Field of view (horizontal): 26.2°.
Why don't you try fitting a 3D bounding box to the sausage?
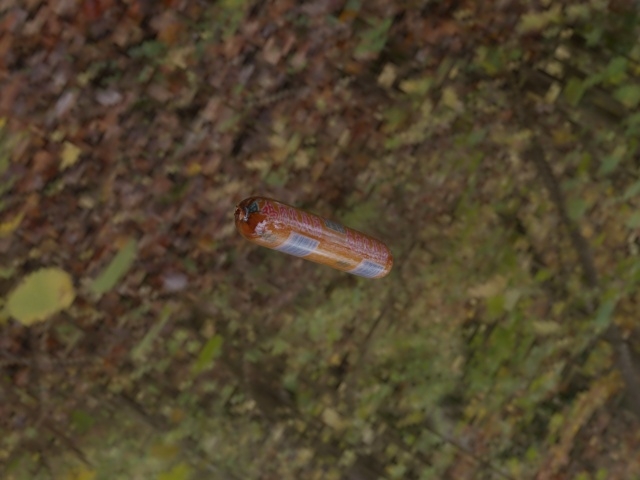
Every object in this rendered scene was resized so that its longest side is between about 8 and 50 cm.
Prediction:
[{"bbox_3d":[0.000,0.000,1.580,0.053,0.053,0.348,-61,150,6],"label":"sausage"}]
